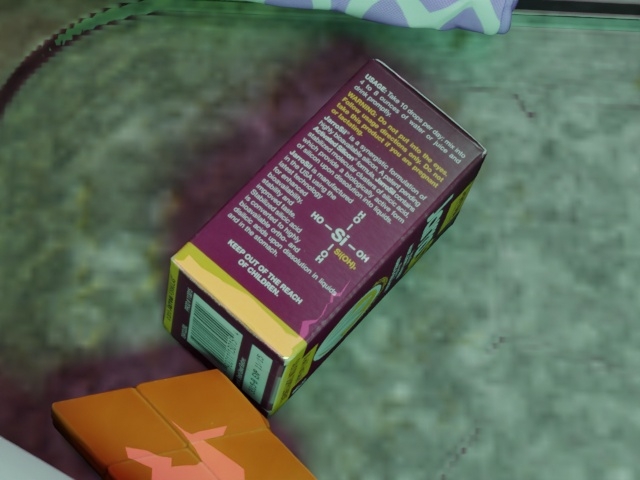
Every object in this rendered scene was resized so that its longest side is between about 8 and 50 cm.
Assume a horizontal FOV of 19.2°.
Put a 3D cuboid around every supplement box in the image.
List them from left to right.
[{"bbox_3d":[0.000,0.000,0.517,0.043,0.055,0.083,40,70,10],"label":"supplement box"}]

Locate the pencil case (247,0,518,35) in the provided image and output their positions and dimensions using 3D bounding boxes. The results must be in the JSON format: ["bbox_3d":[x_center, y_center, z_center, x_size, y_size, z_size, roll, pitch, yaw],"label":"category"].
[{"bbox_3d":[-0.032,-0.117,0.552,0.206,0.086,0.088,13,39,-1],"label":"pencil case"}]

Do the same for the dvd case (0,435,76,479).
[{"bbox_3d":[-0.065,0.133,0.400,0.238,0.030,0.179,29,43,9],"label":"dvd case"}]

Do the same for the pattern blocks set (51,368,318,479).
[{"bbox_3d":[-0.064,0.167,0.454,0.324,0.026,0.285,25,67,5],"label":"pattern blocks set"}]
